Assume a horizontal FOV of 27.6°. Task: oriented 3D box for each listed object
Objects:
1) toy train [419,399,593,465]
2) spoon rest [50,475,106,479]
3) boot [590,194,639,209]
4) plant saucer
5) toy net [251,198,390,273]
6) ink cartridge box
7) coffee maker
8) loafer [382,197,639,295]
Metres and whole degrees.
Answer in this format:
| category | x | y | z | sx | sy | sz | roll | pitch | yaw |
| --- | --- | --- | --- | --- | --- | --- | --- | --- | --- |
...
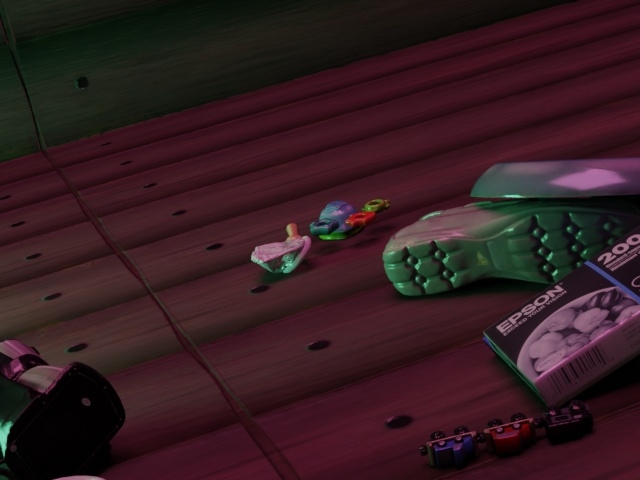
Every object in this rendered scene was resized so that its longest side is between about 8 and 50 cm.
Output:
| category | x | y | z | sx | sy | sz | roll | pitch | yaw |
| --- | --- | --- | --- | --- | --- | --- | --- | --- | --- |
| toy train | 0.167 | 0.176 | 1.166 | 0.158 | 0.027 | 0.036 | -13 | 28 | -1 |
| spoon rest | -0.211 | 0.253 | 1.096 | 0.137 | 0.084 | 0.276 | -23 | 21 | -29 |
| boot | 0.392 | -0.040 | 1.591 | 0.114 | 0.037 | 0.106 | 4 | 22 | 33 |
| plant saucer | 0.337 | -0.078 | 1.561 | 0.317 | 0.044 | 0.317 | -3 | 3 | 0 |
| toy net | 0.000 | 0.000 | 1.809 | 0.122 | 0.045 | 0.232 | 4 | 25 | 38 |
| ink cartridge box | 0.271 | 0.065 | 1.313 | 0.206 | 0.045 | 0.208 | -33 | 18 | -2 |
| coffee maker | -0.316 | 0.184 | 1.327 | 0.171 | 0.120 | 0.178 | -26 | 21 | -34 |
| loafer | 0.230 | -0.007 | 1.546 | 0.319 | 0.112 | 0.111 | -6 | 27 | 24 |
